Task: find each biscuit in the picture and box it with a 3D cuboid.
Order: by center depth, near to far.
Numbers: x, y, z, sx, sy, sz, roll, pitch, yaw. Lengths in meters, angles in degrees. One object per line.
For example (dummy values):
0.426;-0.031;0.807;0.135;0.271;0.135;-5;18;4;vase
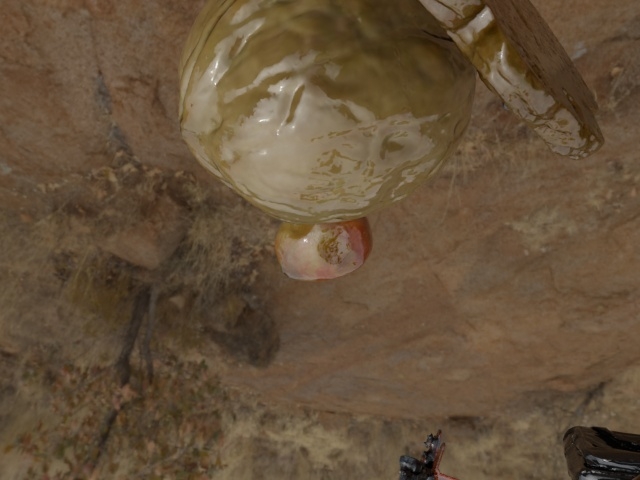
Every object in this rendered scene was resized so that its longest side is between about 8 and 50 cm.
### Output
0.125;-0.148;0.413;0.041;0.208;0.291;-35;155;33;biscuit

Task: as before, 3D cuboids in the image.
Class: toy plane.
0.101;0.277;0.640;0.061;0.130;0.189;19;153;-3;toy plane

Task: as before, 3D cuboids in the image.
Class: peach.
0.000;0.000;1.399;0.236;0.214;0.214;-30;142;-8;peach

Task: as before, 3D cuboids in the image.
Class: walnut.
0.007;-0.155;0.592;0.313;0.277;0.252;-21;171;-25;walnut

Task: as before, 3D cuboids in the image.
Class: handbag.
0.546;0.361;0.944;0.276;0.088;0.244;-5;177;18;handbag

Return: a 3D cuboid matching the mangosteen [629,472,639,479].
0.400;0.326;0.606;0.173;0.172;0.183;-12;98;28;mangosteen
